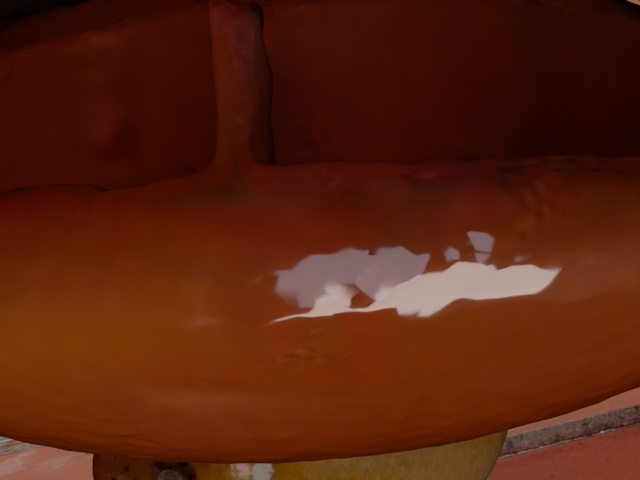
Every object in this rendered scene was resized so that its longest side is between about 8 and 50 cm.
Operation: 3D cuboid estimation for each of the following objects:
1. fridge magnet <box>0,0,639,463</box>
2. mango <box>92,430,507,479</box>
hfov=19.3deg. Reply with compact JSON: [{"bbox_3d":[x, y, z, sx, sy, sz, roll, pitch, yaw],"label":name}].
[{"bbox_3d":[0.000,0.000,0.669,0.364,0.155,0.363,-4,173,0],"label":"fridge magnet"},{"bbox_3d":[0.004,0.122,1.257,0.221,0.199,0.384,-30,175,30],"label":"mango"}]
